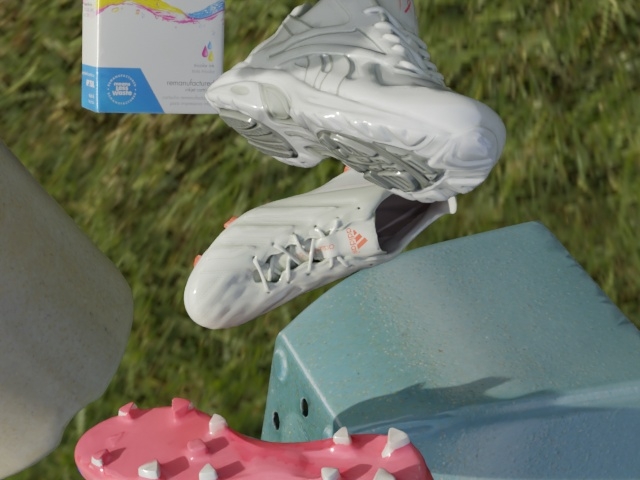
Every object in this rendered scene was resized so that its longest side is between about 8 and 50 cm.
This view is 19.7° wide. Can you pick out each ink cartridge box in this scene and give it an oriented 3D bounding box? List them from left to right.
[{"bbox_3d":[-0.170,-0.246,1.871,0.134,0.078,0.231,-1,99,-18],"label":"ink cartridge box"}]

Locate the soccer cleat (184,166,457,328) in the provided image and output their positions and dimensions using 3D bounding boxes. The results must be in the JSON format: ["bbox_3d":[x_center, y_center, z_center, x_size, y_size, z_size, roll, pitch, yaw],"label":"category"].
[{"bbox_3d":[0.000,0.000,1.211,0.196,0.076,0.068,-31,124,-20],"label":"soccer cleat"}]

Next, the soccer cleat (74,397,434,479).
[{"bbox_3d":[-0.043,0.163,1.190,0.248,0.083,0.095,2,128,20],"label":"soccer cleat"}]

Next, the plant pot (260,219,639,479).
[{"bbox_3d":[0.094,0.154,1.448,0.252,0.248,0.247,-4,123,-23],"label":"plant pot"}]

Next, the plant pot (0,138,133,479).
[{"bbox_3d":[-0.332,0.030,1.491,0.334,0.334,0.305,-37,123,14],"label":"plant pot"}]

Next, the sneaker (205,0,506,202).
[{"bbox_3d":[0.028,-0.096,1.043,0.090,0.232,0.115,40,78,-38],"label":"sneaker"}]
